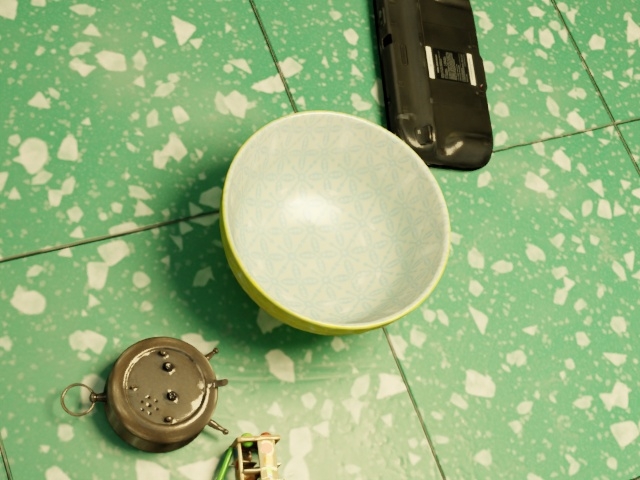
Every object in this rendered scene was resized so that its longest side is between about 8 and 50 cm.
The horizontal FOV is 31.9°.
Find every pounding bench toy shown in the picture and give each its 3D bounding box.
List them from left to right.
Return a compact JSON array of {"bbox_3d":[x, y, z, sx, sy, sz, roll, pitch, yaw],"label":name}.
[{"bbox_3d":[-0.090,0.259,1.302,0.083,0.052,0.065,0,66,-18],"label":"pounding bench toy"}]

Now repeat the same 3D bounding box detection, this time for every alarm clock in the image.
[{"bbox_3d":[-0.204,0.179,1.300,0.192,0.064,0.129,-3,67,-17],"label":"alarm clock"}]

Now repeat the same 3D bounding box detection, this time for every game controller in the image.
[{"bbox_3d":[0.165,-0.250,1.635,0.166,0.067,0.319,10,62,-30],"label":"game controller"}]

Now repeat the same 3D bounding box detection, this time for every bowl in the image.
[{"bbox_3d":[0.000,0.000,1.395,0.289,0.156,0.290,8,64,-16],"label":"bowl"}]
